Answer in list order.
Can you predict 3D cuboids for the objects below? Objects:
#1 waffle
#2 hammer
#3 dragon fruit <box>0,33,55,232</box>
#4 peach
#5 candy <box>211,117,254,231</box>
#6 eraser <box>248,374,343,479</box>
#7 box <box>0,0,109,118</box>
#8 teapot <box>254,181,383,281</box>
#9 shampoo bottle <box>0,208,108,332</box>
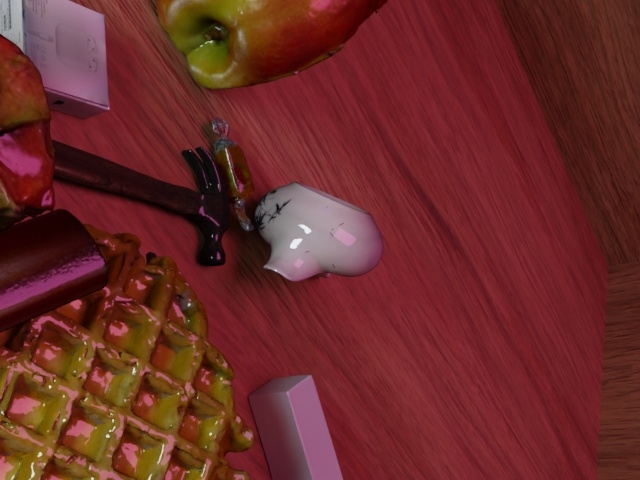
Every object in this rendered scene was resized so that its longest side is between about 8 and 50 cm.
[{"bbox_3d":[-0.246,0.171,0.906,0.380,0.095,0.382,-23,89,-47],"label":"waffle"},{"bbox_3d":[-0.266,-0.079,1.054,0.440,0.044,0.168,17,66,-55],"label":"hammer"},{"bbox_3d":[-0.410,-0.066,0.725,0.330,0.302,0.240,-21,130,-43],"label":"dragon fruit"},{"bbox_3d":[-0.054,-0.421,1.285,0.380,0.306,0.242,-54,131,-45],"label":"peach"},{"bbox_3d":[-0.135,-0.098,1.273,0.053,0.046,0.182,-7,81,-55],"label":"candy"},{"bbox_3d":[-0.020,0.358,1.263,0.078,0.076,0.298,-25,101,-57],"label":"eraser"},{"bbox_3d":[-0.322,-0.228,1.013,0.129,0.051,0.130,11,71,-57],"label":"box"},{"bbox_3d":[0.000,0.000,1.329,0.300,0.208,0.165,38,67,-72],"label":"teapot"},{"bbox_3d":[-0.335,0.051,0.780,0.260,0.064,0.102,-27,67,-41],"label":"shampoo bottle"}]
